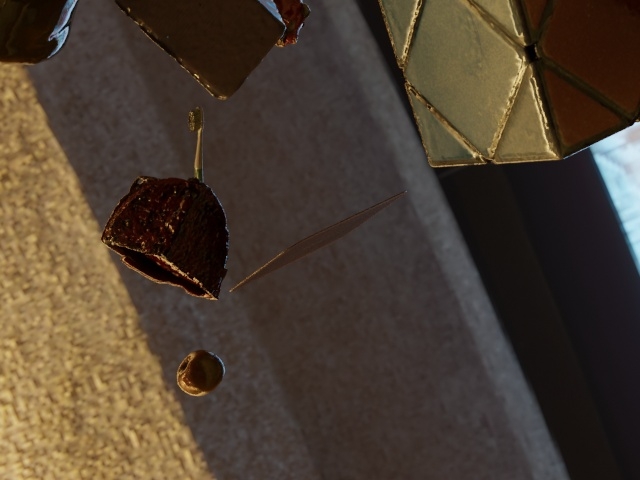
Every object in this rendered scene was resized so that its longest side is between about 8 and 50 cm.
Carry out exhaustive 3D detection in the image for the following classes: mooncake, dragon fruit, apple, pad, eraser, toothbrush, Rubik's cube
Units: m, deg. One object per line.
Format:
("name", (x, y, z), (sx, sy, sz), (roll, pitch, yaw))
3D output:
("mooncake", (-0.375, -0.262, 1.399), (0.234, 0.117, 0.235), (17, -162, -6))
("dragon fruit", (-0.186, -0.006, 1.675), (0.127, 0.120, 0.161), (-59, -37, -13))
("apple", (-0.208, 0.232, 2.246), (0.071, 0.084, 0.084), (38, -145, -18))
("pad", (0.000, 0.000, 1.795), (0.266, 0.176, 0.002), (-26, -97, -45))
("eraser", (-0.187, -0.308, 1.378), (0.352, 0.111, 0.077), (44, -162, 1))
("toothbrush", (-0.200, -0.104, 2.124), (0.024, 0.018, 0.257), (-29, -46, -36))
("Rubik's cube", (0.209, -0.199, 1.251), (0.207, 0.205, 0.205), (-26, -76, -30))
("dragon fruit", (-0.064, -0.308, 1.717), (0.086, 0.081, 0.116), (31, -163, -31))
